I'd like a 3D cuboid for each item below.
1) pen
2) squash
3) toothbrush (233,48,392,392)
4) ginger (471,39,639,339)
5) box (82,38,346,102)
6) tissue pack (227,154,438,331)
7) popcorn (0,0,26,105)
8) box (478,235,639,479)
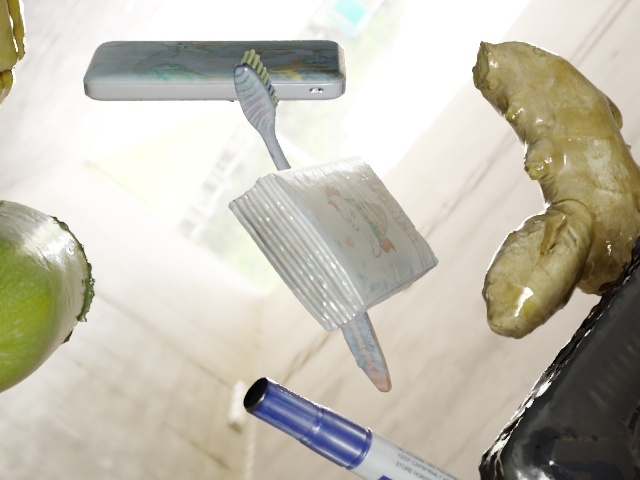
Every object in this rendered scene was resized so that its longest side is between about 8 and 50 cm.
[{"bbox_3d":[0.049,0.119,0.700,0.025,0.204,0.025,-45,-154,30],"label":"pen"},{"bbox_3d":[-0.215,0.045,0.906,0.123,0.123,0.187,-53,-174,9],"label":"squash"},{"bbox_3d":[0.000,0.000,1.234,0.028,0.375,0.037,-9,-144,19],"label":"toothbrush"},{"bbox_3d":[0.299,-0.030,1.465,0.122,0.363,0.348,-36,-133,53],"label":"ginger"},{"bbox_3d":[-0.114,-0.189,1.599,0.142,0.285,0.044,-92,-179,-66],"label":"box"},{"bbox_3d":[0.008,-0.002,0.505,0.023,0.056,0.108,-39,175,18],"label":"tissue pack"},{"bbox_3d":[-0.442,-0.220,1.253,0.381,0.349,0.349,-25,170,-29],"label":"popcorn"},{"bbox_3d":[0.337,0.184,1.163,0.359,0.350,0.091,-47,175,-32],"label":"box"}]
